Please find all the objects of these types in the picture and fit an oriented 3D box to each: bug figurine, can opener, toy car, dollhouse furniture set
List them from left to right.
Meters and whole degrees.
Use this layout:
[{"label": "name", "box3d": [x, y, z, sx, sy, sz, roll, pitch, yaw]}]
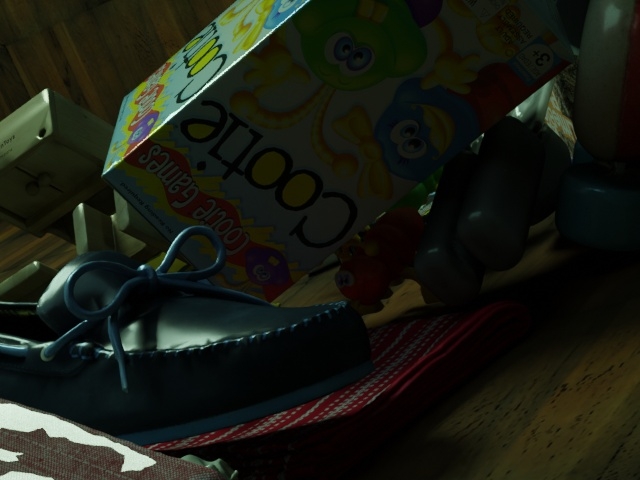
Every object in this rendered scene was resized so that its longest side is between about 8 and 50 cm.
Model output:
[{"label": "dollhouse furniture set", "box3d": [-0.160, 0.039, 1.254, 0.212, 0.161, 0.242, -31, 51, 26]}, {"label": "bug figurine", "box3d": [0.000, 0.000, 1.281, 0.279, 0.072, 0.216, -15, 27, 43]}, {"label": "can opener", "box3d": [0.132, -0.030, 1.166, 0.076, 0.095, 0.283, -41, 12, 26]}, {"label": "toy car", "box3d": [0.286, -0.109, 1.127, 0.237, 0.219, 0.210, 9, 18, 11]}]

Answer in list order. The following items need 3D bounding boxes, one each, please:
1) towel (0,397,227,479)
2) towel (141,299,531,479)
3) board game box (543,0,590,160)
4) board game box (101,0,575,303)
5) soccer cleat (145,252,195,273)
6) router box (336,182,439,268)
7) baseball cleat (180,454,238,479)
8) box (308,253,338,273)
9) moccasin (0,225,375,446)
[{"label": "towel", "box3d": [-0.210, 0.194, 0.719, 0.237, 0.037, 0.329, 11, 48, 45]}, {"label": "towel", "box3d": [-0.020, 0.098, 1.093, 0.199, 0.031, 0.274, -32, 13, -39]}, {"label": "board game box", "box3d": [0.248, -0.215, 1.318, 0.232, 0.291, 0.141, -25, 12, -1]}, {"label": "board game box", "box3d": [0.008, -0.105, 1.144, 0.275, 0.142, 0.144, -39, 20, 17]}, {"label": "soccer cleat", "box3d": [-0.082, -0.033, 1.705, 0.289, 0.093, 0.121, -29, 18, -23]}, {"label": "router box", "box3d": [0.082, -0.014, 1.386, 0.092, 0.038, 0.122, -15, 15, 44]}, {"label": "baseball cleat", "box3d": [-0.064, 0.168, 0.790, 0.109, 0.072, 0.206, -43, 11, 3]}, {"label": "box", "box3d": [0.067, -0.036, 1.533, 0.186, 0.038, 0.145, -24, 10, 6]}, {"label": "moccasin", "box3d": [-0.131, 0.062, 1.019, 0.342, 0.117, 0.137, -11, 0, 30]}]
